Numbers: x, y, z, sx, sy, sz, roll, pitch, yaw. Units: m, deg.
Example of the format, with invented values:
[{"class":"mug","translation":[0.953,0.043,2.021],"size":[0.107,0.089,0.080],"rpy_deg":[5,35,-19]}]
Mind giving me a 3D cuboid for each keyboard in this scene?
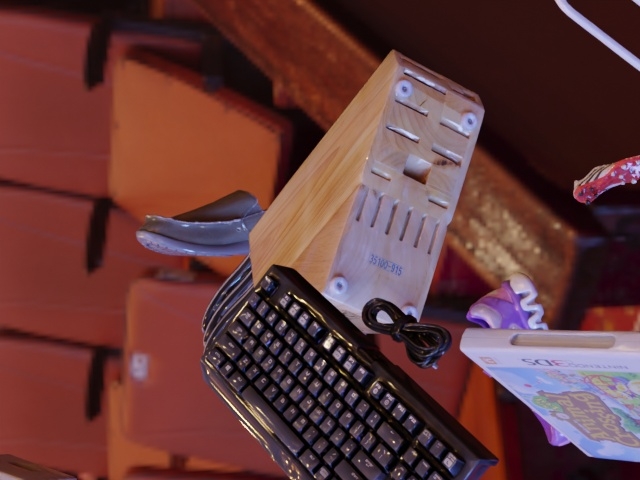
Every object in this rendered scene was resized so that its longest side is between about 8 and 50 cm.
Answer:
[{"class":"keyboard","translation":[0.014,0.073,0.679],"size":[0.180,0.108,0.023],"rpy_deg":[42,-179,42]}]

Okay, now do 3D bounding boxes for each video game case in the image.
[{"class":"video game case","translation":[0.245,0.129,1.077],"size":[0.193,0.212,0.023],"rpy_deg":[-2,58,45]}]

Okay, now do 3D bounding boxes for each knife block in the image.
[{"class":"knife block","translation":[0.000,0.000,1.107],"size":[0.242,0.088,0.275],"rpy_deg":[-4,65,61]}]

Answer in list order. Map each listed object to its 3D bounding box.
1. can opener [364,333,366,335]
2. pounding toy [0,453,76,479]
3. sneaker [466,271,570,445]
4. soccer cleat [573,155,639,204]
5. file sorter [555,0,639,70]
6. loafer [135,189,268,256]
[{"class":"can opener","translation":[0.022,0.074,1.420],"size":[0.280,0.074,0.093],"rpy_deg":[-63,5,-8]},{"class":"pounding toy","translation":[-0.313,0.309,1.450],"size":[0.141,0.100,0.130],"rpy_deg":[10,91,35]},{"class":"sneaker","translation":[0.264,0.166,1.803],"size":[0.095,0.105,0.236],"rpy_deg":[110,140,-78]},{"class":"soccer cleat","translation":[0.291,-0.066,1.361],"size":[0.029,0.083,0.035],"rpy_deg":[49,-158,-27]},{"class":"file sorter","translation":[0.348,-0.264,1.109],"size":[0.278,0.193,0.173],"rpy_deg":[-31,29,57]},{"class":"loafer","translation":[-0.123,-0.022,1.764],"size":[0.094,0.251,0.087],"rpy_deg":[0,89,57]}]
